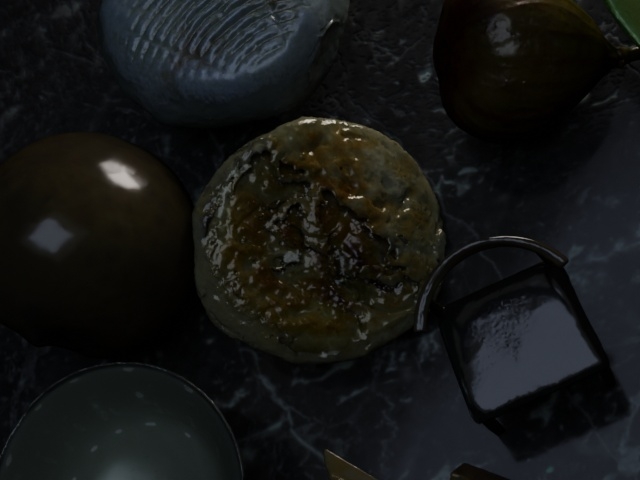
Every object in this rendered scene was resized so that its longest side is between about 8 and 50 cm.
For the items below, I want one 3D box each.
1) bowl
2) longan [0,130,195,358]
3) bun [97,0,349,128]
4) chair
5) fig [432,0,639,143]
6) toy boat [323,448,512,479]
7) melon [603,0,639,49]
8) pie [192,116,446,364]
[{"bbox_3d":[-0.229,0.331,1.887,0.337,0.157,0.337,-5,73,16],"label":"bowl"},{"bbox_3d":[-0.303,0.009,1.924,0.319,0.319,0.318,-5,72,15],"label":"longan"},{"bbox_3d":[-0.119,-0.293,2.029,0.355,0.194,0.354,-6,69,16],"label":"bun"},{"bbox_3d":[0.228,0.110,1.755,0.188,0.272,0.166,-25,67,9],"label":"chair"},{"bbox_3d":[0.308,-0.238,1.899,0.321,0.217,0.217,-5,71,-6],"label":"fig"},{"bbox_3d":[0.199,0.350,1.767,0.446,0.136,0.162,17,66,22],"label":"toy boat"},{"bbox_3d":[0.449,-0.295,1.849,0.323,0.124,0.196,33,52,7],"label":"melon"},{"bbox_3d":[0.000,0.000,1.904,0.339,0.077,0.339,2,82,-13],"label":"pie"}]
